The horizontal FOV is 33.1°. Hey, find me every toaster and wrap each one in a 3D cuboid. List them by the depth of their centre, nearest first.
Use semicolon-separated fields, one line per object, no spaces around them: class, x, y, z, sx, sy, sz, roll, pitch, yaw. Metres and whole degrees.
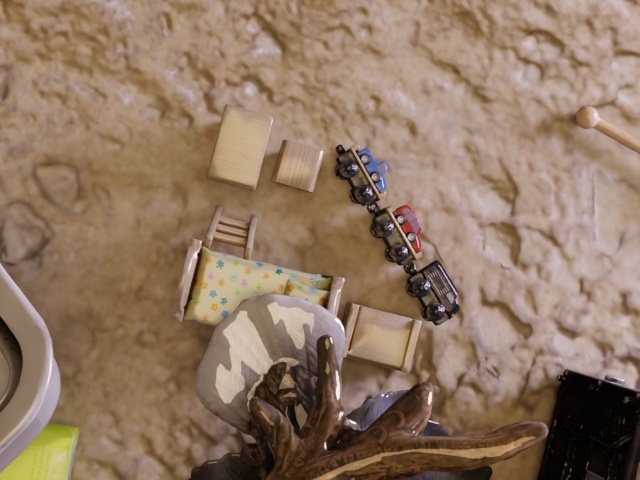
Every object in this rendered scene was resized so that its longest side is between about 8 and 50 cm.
toaster;0.223;0.192;0.765;0.110;0.168;0.185;15;87;-6

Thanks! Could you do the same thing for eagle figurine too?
eagle figurine;0.013;0.201;0.727;0.226;0.298;0.225;20;65;17

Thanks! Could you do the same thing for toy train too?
toy train;0.060;-0.008;0.824;0.036;0.027;0.158;-32;92;-9

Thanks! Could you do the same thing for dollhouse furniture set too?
dollhouse furniture set;0.000;0.000;0.780;0.182;0.101;0.160;14;88;-5

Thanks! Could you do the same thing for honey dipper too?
honey dipper;0.271;-0.061;0.847;0.161;0.030;0.030;28;86;0

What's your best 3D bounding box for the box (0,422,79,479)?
box;-0.274;0.177;0.780;0.178;0.042;0.109;9;87;-6

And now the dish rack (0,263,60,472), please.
dish rack;-0.333;0.122;0.710;0.333;0.072;0.285;-43;57;-5
